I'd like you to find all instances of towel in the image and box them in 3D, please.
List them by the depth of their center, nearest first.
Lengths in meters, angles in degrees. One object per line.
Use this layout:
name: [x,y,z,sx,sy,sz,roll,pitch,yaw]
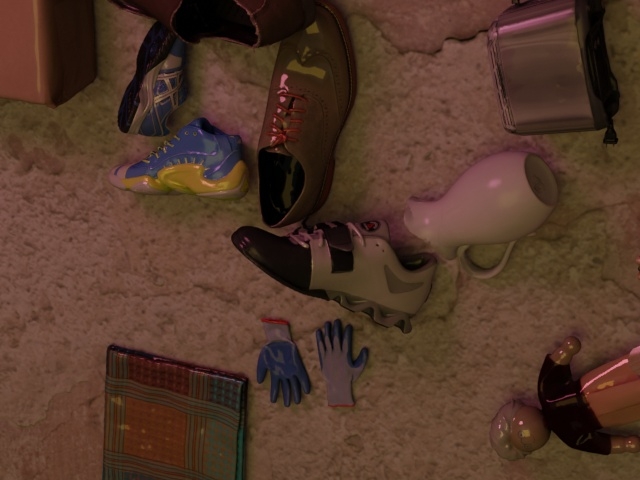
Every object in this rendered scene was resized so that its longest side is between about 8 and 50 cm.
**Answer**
towel: [-0.258,0.377,2.301,0.271,0.040,0.370,11,113,16]

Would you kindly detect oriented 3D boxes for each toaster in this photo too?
toaster: [0.318,-0.232,1.798,0.146,0.129,0.227,-5,110,26]

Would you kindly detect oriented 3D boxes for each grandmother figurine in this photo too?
grandmother figurine: [0.404,0.239,1.967,0.342,0.104,0.208,-26,91,24]

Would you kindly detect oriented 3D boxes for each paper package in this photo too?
paper package: [-0.516,-0.392,2.023,0.309,0.168,0.325,8,114,17]

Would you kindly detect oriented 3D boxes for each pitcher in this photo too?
pitcher: [0.252,-0.032,1.915,0.207,0.125,0.178,-27,120,37]

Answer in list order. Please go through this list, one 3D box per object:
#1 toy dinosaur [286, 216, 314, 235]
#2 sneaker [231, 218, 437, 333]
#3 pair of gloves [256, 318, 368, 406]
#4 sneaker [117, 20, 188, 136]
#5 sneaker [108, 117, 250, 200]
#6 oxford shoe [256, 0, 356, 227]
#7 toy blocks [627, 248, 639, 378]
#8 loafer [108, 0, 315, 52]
toy dinosaur: [0.000,0.000,2.068,0.082,0.047,0.090,44,152,-10]
sneaker: [0.026,0.016,1.967,0.330,0.122,0.146,21,106,-28]
pair of gloves: [-0.016,0.201,2.150,0.198,0.023,0.159,2,111,20]
sneaker: [-0.241,-0.256,2.036,0.081,0.080,0.211,16,111,-29]
sneaker: [-0.219,-0.131,2.073,0.240,0.091,0.126,5,94,18]
oxford shoe: [-0.027,-0.179,1.943,0.123,0.130,0.348,11,114,17]
toy blocks: [0.605,0.118,1.799,0.309,0.260,0.289,19,88,39]
loafer: [-0.188,-0.356,1.882,0.366,0.130,0.134,15,132,30]
